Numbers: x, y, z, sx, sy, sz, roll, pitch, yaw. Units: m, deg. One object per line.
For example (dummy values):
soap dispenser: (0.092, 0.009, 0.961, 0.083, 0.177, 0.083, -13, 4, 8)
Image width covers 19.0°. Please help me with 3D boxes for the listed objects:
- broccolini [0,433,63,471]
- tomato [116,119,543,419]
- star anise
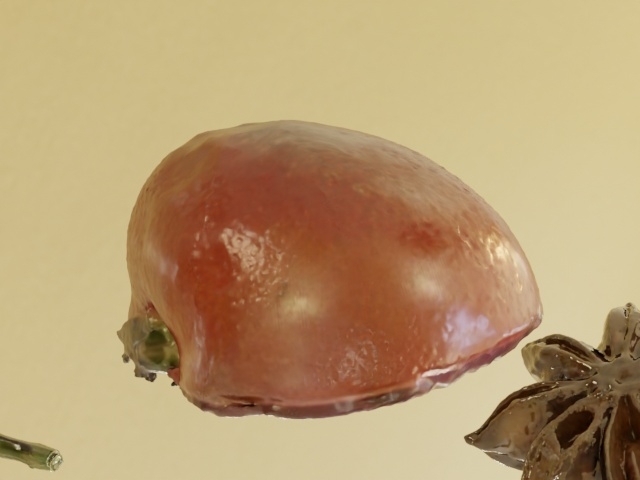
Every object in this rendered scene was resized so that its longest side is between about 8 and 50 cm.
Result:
broccolini: (-0.319, 0.137, 1.447, 0.254, 0.071, 0.057, 7, 0, 19)
tomato: (-0.002, -0.004, 1.379, 0.290, 0.176, 0.335, -12, 14, -19)
star anise: (0.296, 0.161, 1.786, 0.315, 0.315, 0.108, 19, -42, 40)
